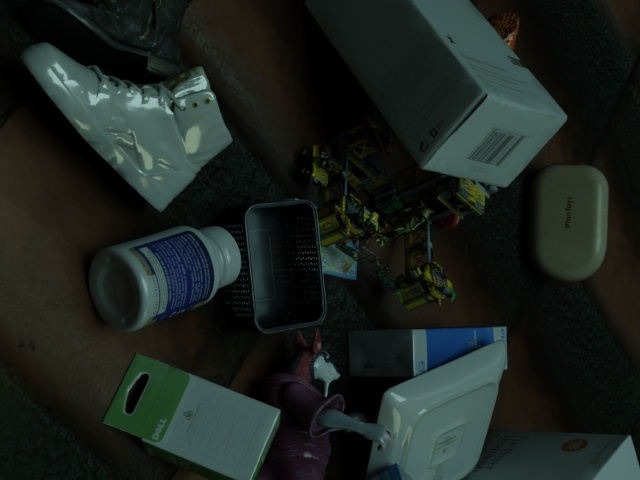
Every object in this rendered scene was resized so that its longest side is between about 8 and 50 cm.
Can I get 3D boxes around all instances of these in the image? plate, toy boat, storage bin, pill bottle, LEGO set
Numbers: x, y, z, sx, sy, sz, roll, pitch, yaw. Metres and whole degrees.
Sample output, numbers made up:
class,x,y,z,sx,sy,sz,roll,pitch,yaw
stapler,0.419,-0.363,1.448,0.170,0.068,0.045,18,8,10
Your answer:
class,x,y,z,sx,sy,sz,roll,pitch,yaw
plate,0.187,0.314,1.889,0.277,0.045,0.278,-18,130,-39
toy boat,0.479,-0.029,2.304,0.151,0.151,0.231,38,55,-74
storage bin,-0.070,0.036,1.691,0.122,0.084,0.180,-7,94,-35
pill bottle,-0.196,0.042,1.547,0.186,0.112,0.112,-20,102,-46
LEGO set,0.144,-0.059,1.833,0.331,0.192,0.255,43,39,-32

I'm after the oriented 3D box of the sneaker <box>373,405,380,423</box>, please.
class,x,y,z,sx,sy,sz,roll,pitch,yaw
sneaker,0.152,0.330,1.943,0.170,0.071,0.068,45,56,-37

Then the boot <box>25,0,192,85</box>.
class,x,y,z,sx,sy,sz,roll,pitch,yaw
boot,-0.257,-0.330,1.540,0.263,0.091,0.229,27,62,-48

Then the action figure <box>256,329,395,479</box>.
class,x,y,z,sx,sy,sz,roll,pitch,yaw
action figure,-0.044,0.308,1.696,0.275,0.248,0.370,0,70,-6

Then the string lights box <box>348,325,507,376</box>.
class,x,y,z,sx,sy,sz,roll,pitch,yaw
string lights box,0.178,0.180,1.936,0.259,0.133,0.077,3,84,-48

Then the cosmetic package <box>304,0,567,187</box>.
class,x,y,z,sx,sy,sz,roll,pitch,yaw
cosmetic package,0.167,-0.273,1.789,0.217,0.156,0.385,7,43,-47

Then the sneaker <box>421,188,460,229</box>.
class,x,y,z,sx,sy,sz,roll,pitch,yaw
sneaker,0.241,-0.131,2.064,0.128,0.087,0.221,-4,91,-47

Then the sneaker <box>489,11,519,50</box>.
class,x,y,z,sx,sy,sz,roll,pitch,yaw
sneaker,0.328,-0.345,2.206,0.175,0.064,0.067,-69,153,-18

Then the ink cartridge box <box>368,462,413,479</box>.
class,x,y,z,sx,sy,sz,roll,pitch,yaw
ink cartridge box,0.074,0.431,1.816,0.104,0.181,0.062,50,12,-33

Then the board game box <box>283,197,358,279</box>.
class,x,y,z,sx,sy,sz,roll,pitch,yaw
board game box,0.000,0.000,1.831,0.154,0.026,0.104,14,77,-47

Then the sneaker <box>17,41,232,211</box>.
class,x,y,z,sx,sy,sz,roll,pitch,yaw
sneaker,-0.229,-0.181,1.481,0.169,0.108,0.292,-41,134,1

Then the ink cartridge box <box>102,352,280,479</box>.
class,x,y,z,sx,sy,sz,roll,pitch,yaw
ink cartridge box,-0.167,0.240,1.561,0.062,0.209,0.109,100,13,-64

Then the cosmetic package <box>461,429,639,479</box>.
class,x,y,z,sx,sy,sz,roll,pitch,yaw
cosmetic package,0.317,0.445,1.961,0.377,0.284,0.097,-33,112,-45
